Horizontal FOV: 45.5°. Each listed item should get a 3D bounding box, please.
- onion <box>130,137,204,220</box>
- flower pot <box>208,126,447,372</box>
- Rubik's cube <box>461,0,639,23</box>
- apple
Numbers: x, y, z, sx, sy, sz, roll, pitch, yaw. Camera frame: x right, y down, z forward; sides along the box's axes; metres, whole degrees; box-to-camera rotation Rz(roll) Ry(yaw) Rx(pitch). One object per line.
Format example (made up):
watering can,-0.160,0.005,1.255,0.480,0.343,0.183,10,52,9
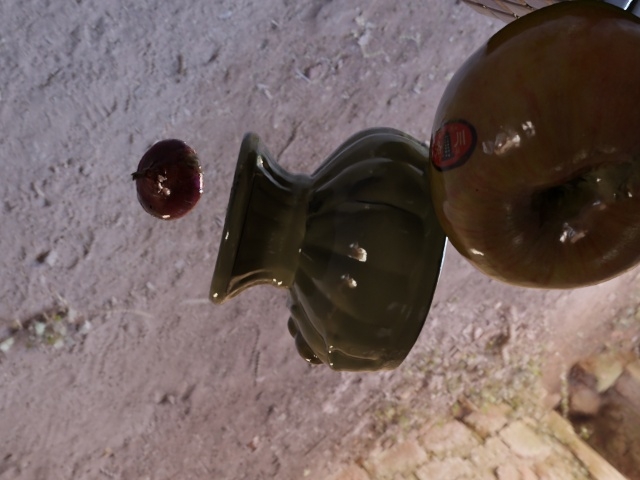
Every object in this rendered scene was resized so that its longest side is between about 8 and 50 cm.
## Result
onion,-0.289,-0.111,1.350,0.140,0.150,0.150,3,124,-53
flower pot,0.000,0.000,0.934,0.243,0.308,0.308,14,125,-6
Rubik's cube,0.262,-0.398,0.821,0.293,0.287,0.292,15,106,-45
apple,0.219,-0.081,0.695,0.194,0.260,0.261,-77,178,-49
